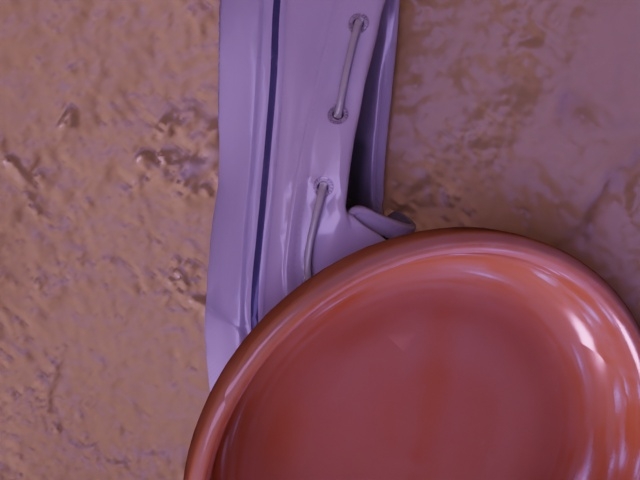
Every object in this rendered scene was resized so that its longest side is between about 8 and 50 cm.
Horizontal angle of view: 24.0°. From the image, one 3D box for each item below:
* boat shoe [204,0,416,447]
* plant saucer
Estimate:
[{"bbox_3d":[0.000,0.000,0.600,0.076,0.083,0.226,0,99,14],"label":"boat shoe"},{"bbox_3d":[0.039,0.087,0.587,0.200,0.037,0.200,-7,111,-19],"label":"plant saucer"}]
